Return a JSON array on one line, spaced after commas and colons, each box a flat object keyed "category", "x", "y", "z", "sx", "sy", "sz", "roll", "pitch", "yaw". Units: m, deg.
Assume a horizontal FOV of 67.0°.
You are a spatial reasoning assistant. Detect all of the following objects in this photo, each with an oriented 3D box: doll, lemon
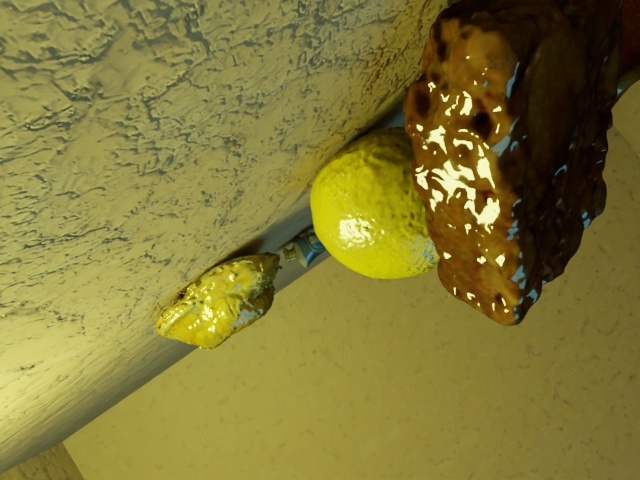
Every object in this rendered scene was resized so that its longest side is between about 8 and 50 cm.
[{"category": "doll", "x": -0.001, "y": -0.001, "z": 1.468, "sx": 0.241, "sy": 0.099, "sz": 0.135, "roll": -35, "pitch": 135, "yaw": -11}, {"category": "lemon", "x": 0.120, "y": -0.060, "z": 0.864, "sx": 0.268, "sy": 0.268, "sz": 0.321, "roll": -29, "pitch": 180, "yaw": -43}]

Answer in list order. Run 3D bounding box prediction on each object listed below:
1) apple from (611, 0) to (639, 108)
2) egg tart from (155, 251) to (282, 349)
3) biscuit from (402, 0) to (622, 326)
[{"category": "apple", "x": 0.422, "y": -0.302, "z": 0.816, "sx": 0.253, "sy": 0.254, "sz": 0.253, "roll": -35, "pitch": 174, "yaw": -4}, {"category": "egg tart", "x": -0.230, "y": 0.155, "z": 1.190, "sx": 0.351, "sy": 0.153, "sz": 0.339, "roll": -34, "pitch": 177, "yaw": -3}, {"category": "biscuit", "x": 0.268, "y": -0.130, "z": 0.655, "sx": 0.342, "sy": 0.395, "sz": 0.166, "roll": -35, "pitch": -144, "yaw": -31}]
